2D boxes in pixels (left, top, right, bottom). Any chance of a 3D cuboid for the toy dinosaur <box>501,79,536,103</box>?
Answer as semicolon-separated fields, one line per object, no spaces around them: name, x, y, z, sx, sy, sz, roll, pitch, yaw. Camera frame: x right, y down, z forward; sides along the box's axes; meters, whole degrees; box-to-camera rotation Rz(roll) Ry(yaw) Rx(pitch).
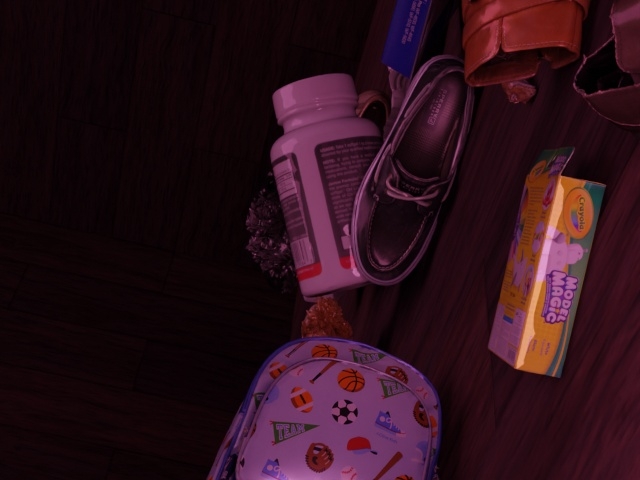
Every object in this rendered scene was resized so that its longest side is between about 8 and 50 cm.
toy dinosaur;0.204;-0.227;1.169;0.211;0.064;0.112;-83;6;-56

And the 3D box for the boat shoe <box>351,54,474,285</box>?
boat shoe;0.121;-0.093;1.436;0.119;0.121;0.335;-77;3;-79

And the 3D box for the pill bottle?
pill bottle;0.022;-0.084;1.608;0.176;0.176;0.319;133;124;-81

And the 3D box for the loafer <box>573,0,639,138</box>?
loafer;0.214;-0.124;0.632;0.220;0.078;0.080;112;170;-65

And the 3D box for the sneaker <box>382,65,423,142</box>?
sneaker;0.151;-0.179;1.697;0.095;0.090;0.235;82;-166;-47

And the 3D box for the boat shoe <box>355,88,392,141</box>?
boat shoe;0.071;-0.158;2.272;0.110;0.121;0.341;-92;16;-76

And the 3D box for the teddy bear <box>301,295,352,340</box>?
teddy bear;0.020;0.255;1.649;0.245;0.113;0.338;83;-170;-48

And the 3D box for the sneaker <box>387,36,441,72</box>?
sneaker;0.176;-0.412;1.875;0.145;0.090;0.270;130;150;-75

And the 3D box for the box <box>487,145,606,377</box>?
box;0.184;0.013;0.859;0.105;0.043;0.179;-129;50;-85

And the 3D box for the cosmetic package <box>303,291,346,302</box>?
cosmetic package;0.000;0.000;2.133;0.117;0.085;0.231;-40;-58;-49

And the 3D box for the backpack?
backpack;0.009;0.235;1.139;0.213;0.276;0.263;116;174;-49

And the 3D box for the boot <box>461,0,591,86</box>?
boot;0.169;-0.257;1.066;0.283;0.109;0.220;-7;74;50

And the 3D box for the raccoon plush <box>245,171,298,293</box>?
raccoon plush;0.077;-0.051;1.903;0.446;0.299;0.216;-33;-63;-52

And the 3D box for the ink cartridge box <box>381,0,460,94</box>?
ink cartridge box;0.162;-0.365;1.561;0.333;0.065;0.165;-60;-12;-51
